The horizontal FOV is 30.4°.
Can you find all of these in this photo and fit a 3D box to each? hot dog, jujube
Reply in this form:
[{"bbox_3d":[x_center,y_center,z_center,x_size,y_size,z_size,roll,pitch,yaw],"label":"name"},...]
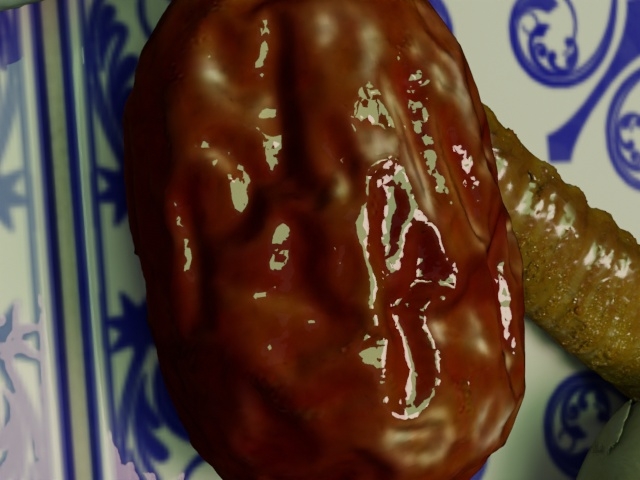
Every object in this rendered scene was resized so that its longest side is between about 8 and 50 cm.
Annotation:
[{"bbox_3d":[0.144,0.015,0.657,0.289,0.068,0.083,37,78,-21],"label":"hot dog"},{"bbox_3d":[0.000,0.000,0.528,0.174,0.174,0.250,-11,95,-27],"label":"jujube"}]

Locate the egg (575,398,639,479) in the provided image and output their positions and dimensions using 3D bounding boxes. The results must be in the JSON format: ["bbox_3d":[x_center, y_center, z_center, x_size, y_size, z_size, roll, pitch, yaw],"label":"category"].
[{"bbox_3d":[0.226,0.191,0.616,0.186,0.186,0.253,-31,99,-25],"label":"egg"}]

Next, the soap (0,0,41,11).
[{"bbox_3d":[-0.083,-0.253,0.490,0.446,0.156,0.261,-19,81,-25],"label":"soap"}]
